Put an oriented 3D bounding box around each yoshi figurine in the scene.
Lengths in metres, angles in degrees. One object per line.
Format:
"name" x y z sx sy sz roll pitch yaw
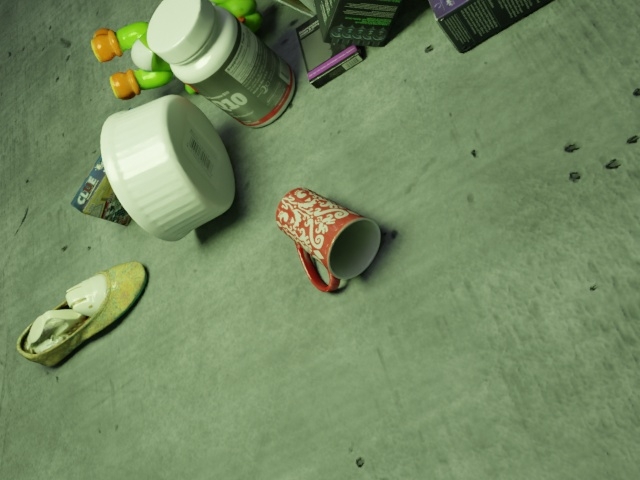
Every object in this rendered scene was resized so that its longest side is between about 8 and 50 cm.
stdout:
"yoshi figurine" -0.305 -0.450 1.469 0.362 0.203 0.203 -20 66 2

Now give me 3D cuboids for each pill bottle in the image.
"pill bottle" -0.192 -0.354 1.294 0.161 0.283 0.161 -14 64 31

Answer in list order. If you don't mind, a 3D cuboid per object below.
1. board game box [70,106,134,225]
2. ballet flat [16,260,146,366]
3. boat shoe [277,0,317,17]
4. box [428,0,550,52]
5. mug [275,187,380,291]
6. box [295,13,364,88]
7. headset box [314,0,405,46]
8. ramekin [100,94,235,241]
"board game box" -0.424 -0.156 1.452 0.042 0.165 0.243 33 92 20
"ballet flat" -0.530 0.158 1.433 0.349 0.123 0.123 -38 54 17
"boat shoe" -0.138 -0.553 1.355 0.118 0.321 0.103 165 119 -75
"box" 0.285 -0.447 1.112 0.207 0.108 0.153 -28 57 23
"mug" -0.004 -0.005 1.136 0.169 0.113 0.150 35 91 42
"box" 0.016 -0.400 1.332 0.116 0.029 0.162 -26 60 23
"headset box" 0.075 -0.530 1.197 0.283 0.131 0.246 119 145 -57
"ramekin" -0.286 -0.148 1.292 0.135 0.277 0.277 -22 60 18
